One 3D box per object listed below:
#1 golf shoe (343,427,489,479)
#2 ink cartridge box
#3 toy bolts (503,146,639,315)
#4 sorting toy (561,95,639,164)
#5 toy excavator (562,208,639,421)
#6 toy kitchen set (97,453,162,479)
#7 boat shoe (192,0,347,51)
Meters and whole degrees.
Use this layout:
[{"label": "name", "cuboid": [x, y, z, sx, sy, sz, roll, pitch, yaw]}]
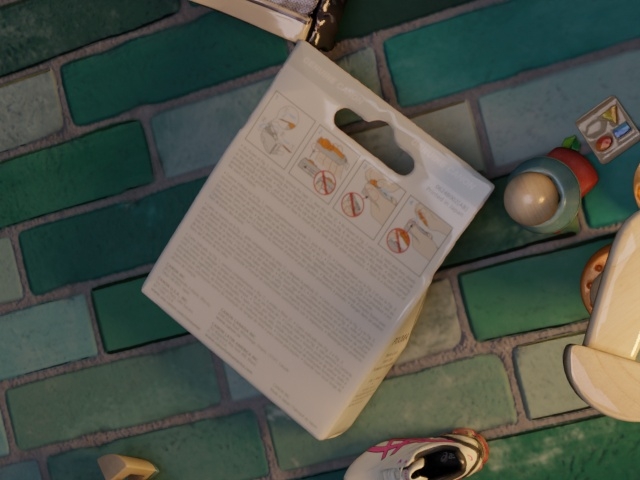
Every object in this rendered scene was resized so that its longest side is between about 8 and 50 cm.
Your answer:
[{"label": "golf shoe", "cuboid": [0.104, 0.269, 1.879, 0.186, 0.086, 0.068, -20, 86, 23]}, {"label": "ink cartridge box", "cuboid": [0.000, 0.000, 1.903, 0.308, 0.091, 0.385, 39, 107, 17]}, {"label": "toy bolts", "cuboid": [0.314, -0.031, 1.732, 0.228, 0.158, 0.218, 34, 107, 15]}, {"label": "sorting toy", "cuboid": [0.321, -0.120, 1.814, 0.083, 0.012, 0.062, -36, 79, 19]}, {"label": "toy excavator", "cuboid": [0.442, -0.058, 1.594, 0.445, 0.222, 0.433, -10, 86, 6]}, {"label": "toy kitchen set", "cuboid": [-0.240, 0.398, 2.027, 0.166, 0.122, 0.207, -42, 57, 18]}, {"label": "boat shoe", "cuboid": [-0.112, -0.360, 1.931, 0.340, 0.127, 0.158, 23, 96, 11]}]
